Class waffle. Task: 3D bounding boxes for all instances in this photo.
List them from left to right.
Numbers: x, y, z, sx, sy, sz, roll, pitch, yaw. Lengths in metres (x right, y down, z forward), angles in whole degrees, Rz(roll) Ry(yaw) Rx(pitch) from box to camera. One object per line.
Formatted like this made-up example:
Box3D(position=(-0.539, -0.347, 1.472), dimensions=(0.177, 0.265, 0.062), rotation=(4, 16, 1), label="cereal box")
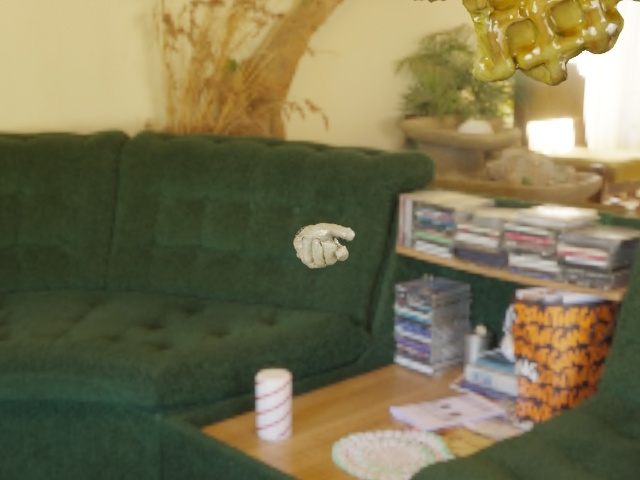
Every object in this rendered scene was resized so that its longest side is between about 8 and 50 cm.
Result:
Box3D(position=(0.116, -0.225, 0.633), dimensions=(0.253, 0.249, 0.056), rotation=(6, 29, -12), label="waffle")

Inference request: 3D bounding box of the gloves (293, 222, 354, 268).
Box3D(position=(0.002, 0.002, 0.754), dimensions=(0.044, 0.037, 0.081), rotation=(-44, 11, -3), label="gloves")
